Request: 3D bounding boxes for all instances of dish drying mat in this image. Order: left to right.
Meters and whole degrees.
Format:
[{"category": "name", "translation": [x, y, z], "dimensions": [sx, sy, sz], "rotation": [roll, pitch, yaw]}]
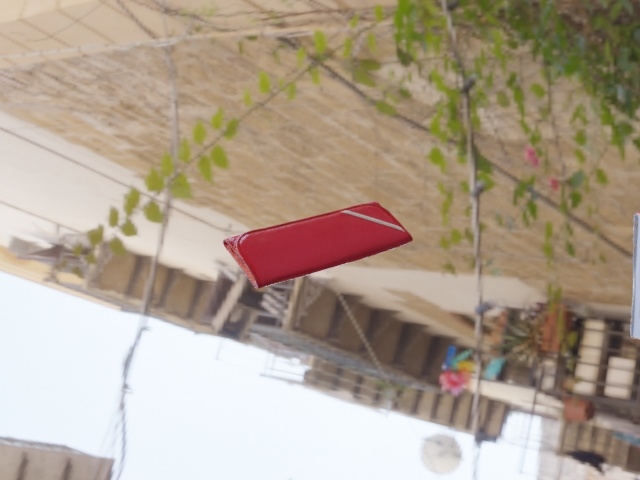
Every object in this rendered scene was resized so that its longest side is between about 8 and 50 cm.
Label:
[{"category": "dish drying mat", "translation": [0.000, 0.000, 0.473], "dimensions": [0.083, 0.032, 0.008], "rotation": [-14, -41, -32]}]

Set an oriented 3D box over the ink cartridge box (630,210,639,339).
[{"category": "ink cartridge box", "translation": [0.477, 0.033, 0.916], "dimensions": [0.272, 0.309, 0.130], "rotation": [-18, -66, -34]}]
